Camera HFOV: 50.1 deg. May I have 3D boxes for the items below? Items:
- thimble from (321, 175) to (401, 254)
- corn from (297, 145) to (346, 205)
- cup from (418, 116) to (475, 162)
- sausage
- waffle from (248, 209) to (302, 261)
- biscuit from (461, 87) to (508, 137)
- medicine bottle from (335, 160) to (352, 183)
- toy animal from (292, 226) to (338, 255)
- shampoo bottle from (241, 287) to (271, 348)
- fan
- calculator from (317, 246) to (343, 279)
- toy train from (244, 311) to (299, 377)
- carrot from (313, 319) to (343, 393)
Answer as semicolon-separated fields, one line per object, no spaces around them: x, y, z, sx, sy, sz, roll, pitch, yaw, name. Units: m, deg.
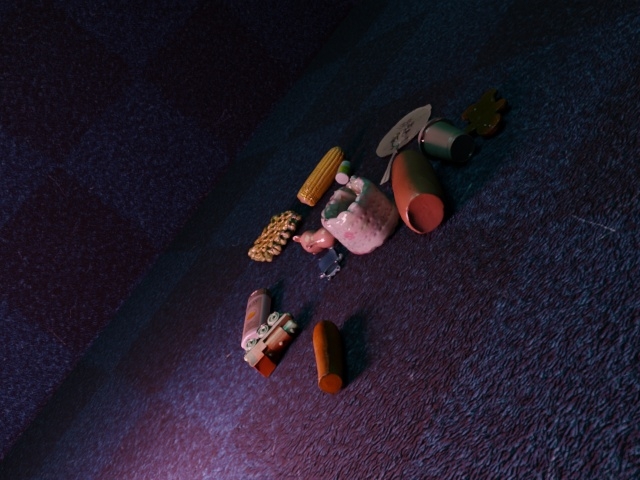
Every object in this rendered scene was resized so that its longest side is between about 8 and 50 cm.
0.113;-0.075;1.864;0.185;0.149;0.211;-35;24;36;thimble
0.009;-0.226;2.420;0.248;0.081;0.081;-55;22;-18;corn
0.334;-0.258;1.808;0.120;0.120;0.141;-48;29;1;cup
0.244;-0.135;1.746;0.121;0.121;0.304;-40;23;19;sausage
-0.153;-0.015;2.403;0.223;0.054;0.204;-56;23;-16;waffle
0.441;-0.328;1.826;0.138;0.031;0.205;-41;22;20;biscuit
0.082;-0.233;2.338;0.047;0.047;0.083;-32;27;36;medicine bottle
0.000;-0.007;2.056;0.150;0.083;0.089;-11;62;33;toy animal
-0.187;0.231;2.032;0.086;0.056;0.227;-39;23;20;shampoo bottle
0.246;-0.298;2.180;0.233;0.012;0.414;-30;25;41;fan
0.028;0.067;1.956;0.094;0.019;0.141;-45;23;10;calculator
-0.126;0.271;1.834;0.176;0.074;0.118;-46;30;-8;toy train
0.019;0.257;1.577;0.067;0.067;0.225;-41;23;17;carrot
